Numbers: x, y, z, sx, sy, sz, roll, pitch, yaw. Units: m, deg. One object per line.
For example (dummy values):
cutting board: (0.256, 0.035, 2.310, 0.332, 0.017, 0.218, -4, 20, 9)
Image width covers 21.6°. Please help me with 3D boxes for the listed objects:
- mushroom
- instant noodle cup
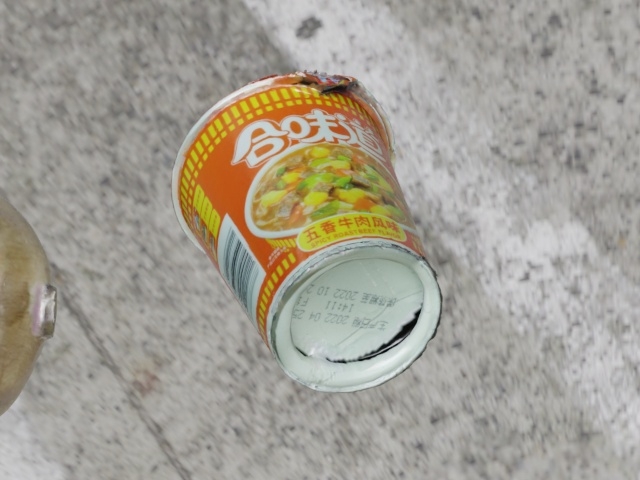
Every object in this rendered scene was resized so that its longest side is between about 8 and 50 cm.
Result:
mushroom: (-0.355, 0.059, 1.518, 0.255, 0.184, 0.255, -6, 70, 17)
instant noodle cup: (0.000, 0.000, 1.266, 0.193, 0.193, 0.212, -27, 36, 0)
